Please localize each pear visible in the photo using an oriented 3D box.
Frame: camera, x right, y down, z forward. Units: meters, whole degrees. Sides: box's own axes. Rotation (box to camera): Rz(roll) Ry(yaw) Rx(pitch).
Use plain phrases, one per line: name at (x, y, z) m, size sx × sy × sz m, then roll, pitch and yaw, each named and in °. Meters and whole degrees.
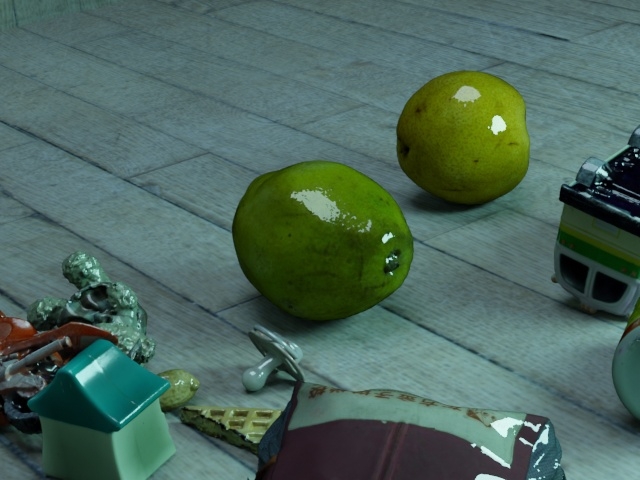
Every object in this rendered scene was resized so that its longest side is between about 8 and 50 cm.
pear at (0.000, 0.000, 1.918) m, size 0.212 × 0.212 × 0.269 m, roll -25°, pitch 35°, yaw -38°
pear at (0.211, -0.154, 2.229) m, size 0.208 × 0.209 × 0.209 m, roll -5°, pitch 23°, yaw 2°

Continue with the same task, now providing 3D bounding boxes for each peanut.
peanut at (-0.195, 0.178, 1.740) m, size 0.113 × 0.054 × 0.054 m, roll -11°, pitch 24°, yaw -20°

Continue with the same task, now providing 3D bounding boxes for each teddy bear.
teddy bear at (-0.264, 0.120, 1.843) m, size 0.213 × 0.133 × 0.111 m, roll 44°, pitch 6°, yaw 37°

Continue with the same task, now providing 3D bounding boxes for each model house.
model house at (-0.238, 0.182, 1.614) m, size 0.127 × 0.149 × 0.100 m, roll 9°, pitch 30°, yaw 28°

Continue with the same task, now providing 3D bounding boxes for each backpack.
backpack at (0.064, 0.267, 1.292) m, size 0.283 × 0.197 × 0.317 m, roll 2°, pitch 29°, yaw 13°

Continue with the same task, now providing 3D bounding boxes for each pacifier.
pacifier at (-0.065, 0.145, 1.774) m, size 0.078 × 0.081 × 0.099 m, roll -45°, pitch 36°, yaw -15°

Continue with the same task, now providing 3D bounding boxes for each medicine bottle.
medicine bottle at (0.412, 0.106, 1.656) m, size 0.139 × 0.139 × 0.225 m, roll 5°, pitch 25°, yaw 23°

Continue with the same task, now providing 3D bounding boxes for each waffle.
waffle at (-0.097, 0.216, 1.662) m, size 0.152 × 0.023 × 0.097 m, roll 1°, pitch 23°, yaw 12°

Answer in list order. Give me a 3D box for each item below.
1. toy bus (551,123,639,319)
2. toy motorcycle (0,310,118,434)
toy bus at (0.430, -0.033, 1.929) m, size 0.143 × 0.179 × 0.305 m, roll 26°, pitch 37°, yaw 28°
toy motorcycle at (-0.387, 0.151, 1.773) m, size 0.298 × 0.089 × 0.171 m, roll 4°, pitch 41°, yaw 34°
